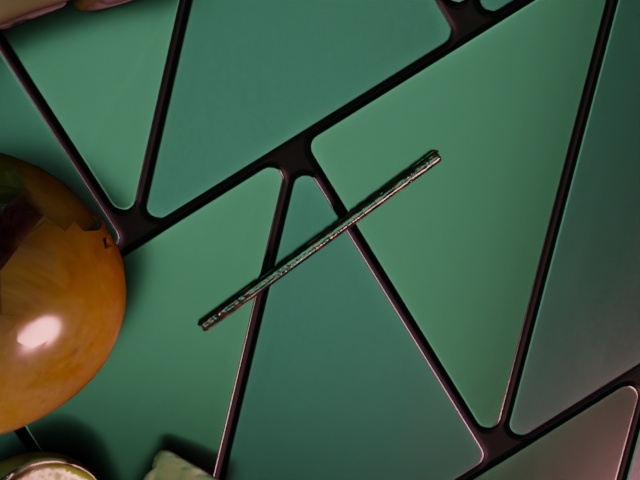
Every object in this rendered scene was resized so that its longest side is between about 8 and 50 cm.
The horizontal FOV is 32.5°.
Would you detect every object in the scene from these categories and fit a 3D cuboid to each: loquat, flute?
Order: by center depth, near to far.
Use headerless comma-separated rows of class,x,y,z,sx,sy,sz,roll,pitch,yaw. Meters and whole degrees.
loquat,-0.276,0.044,0.871,0.235,0.235,0.235,0,96,-4
flute,0.000,0.000,0.995,0.270,0.014,0.014,-36,97,1

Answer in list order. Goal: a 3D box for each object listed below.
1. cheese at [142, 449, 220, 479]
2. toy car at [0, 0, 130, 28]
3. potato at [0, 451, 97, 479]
cheese,-0.200,0.367,0.916,0.085,0.034,0.400,26,70,9
toy car,-0.274,-0.271,0.839,0.336,0.226,0.242,-19,97,-3
potato,-0.297,0.303,0.943,0.160,0.111,0.271,36,72,-34
